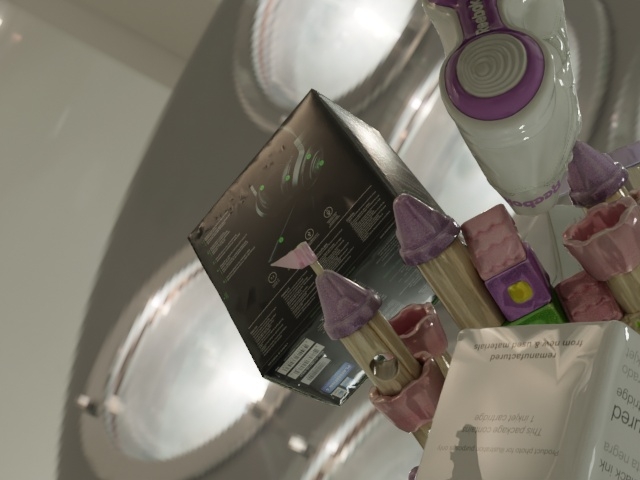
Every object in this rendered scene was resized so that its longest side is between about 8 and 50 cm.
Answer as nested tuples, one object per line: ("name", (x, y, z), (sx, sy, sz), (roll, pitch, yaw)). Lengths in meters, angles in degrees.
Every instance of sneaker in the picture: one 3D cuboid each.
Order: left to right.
("sneaker", (0.155, -0.145, 1.093), (0.114, 0.152, 0.305), (-12, -141, 19))

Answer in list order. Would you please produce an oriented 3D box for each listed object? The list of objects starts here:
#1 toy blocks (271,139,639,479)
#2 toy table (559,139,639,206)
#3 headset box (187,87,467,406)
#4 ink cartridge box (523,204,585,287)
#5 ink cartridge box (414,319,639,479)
("toy blocks", (0.146, 0.061, 1.040), (0.288, 0.260, 0.309), (-29, -164, 18))
("toy table", (0.413, -0.040, 1.776), (0.252, 0.161, 0.274), (-23, 176, 11))
("headset box", (0.000, 0.000, 1.499), (0.246, 0.131, 0.283), (-50, -137, 14))
("ink cartridge box", (0.330, 0.046, 1.513), (0.128, 0.176, 0.127), (110, -22, -53))
("ink cartridge box", (0.152, 0.231, 0.746), (0.129, 0.223, 0.307), (-8, -125, 50))
